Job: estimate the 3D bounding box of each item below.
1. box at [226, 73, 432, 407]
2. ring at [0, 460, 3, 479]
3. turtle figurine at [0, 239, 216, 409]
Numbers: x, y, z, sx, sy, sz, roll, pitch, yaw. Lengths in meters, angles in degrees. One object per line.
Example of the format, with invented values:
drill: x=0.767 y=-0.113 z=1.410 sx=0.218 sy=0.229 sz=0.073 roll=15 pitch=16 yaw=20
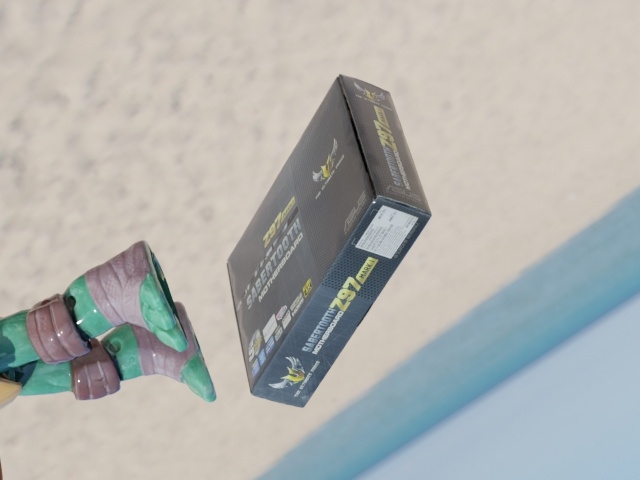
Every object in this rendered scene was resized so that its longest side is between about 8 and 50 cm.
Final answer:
box: x=0.000 y=0.000 z=1.381 sx=0.059 sy=0.183 sz=0.232 roll=19 pitch=123 yaw=-23
ring: x=-0.418 y=0.195 z=1.400 sx=0.032 sy=0.336 sz=0.336 roll=-31 pitch=175 yaw=39
turtle figurine: x=-0.172 y=0.081 z=0.753 sx=0.234 sy=0.118 sz=0.175 roll=-23 pitch=171 yaw=-2
